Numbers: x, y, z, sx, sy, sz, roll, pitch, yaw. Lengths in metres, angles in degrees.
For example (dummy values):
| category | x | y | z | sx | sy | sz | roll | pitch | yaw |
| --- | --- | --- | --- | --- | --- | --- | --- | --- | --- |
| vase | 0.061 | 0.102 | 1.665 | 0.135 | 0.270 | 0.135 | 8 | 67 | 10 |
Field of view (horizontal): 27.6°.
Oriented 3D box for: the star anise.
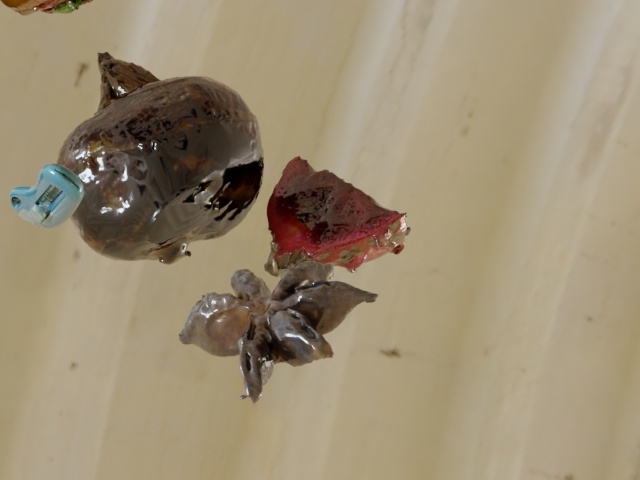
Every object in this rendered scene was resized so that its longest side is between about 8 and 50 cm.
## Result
| category | x | y | z | sx | sy | sz | roll | pitch | yaw |
| --- | --- | --- | --- | --- | --- | --- | --- | --- | --- |
| star anise | -0.041 | 0.068 | 1.258 | 0.171 | 0.063 | 0.208 | -30 | -155 | -16 |

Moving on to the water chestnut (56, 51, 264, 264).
| category | x | y | z | sx | sy | sz | roll | pitch | yaw |
| --- | --- | --- | --- | --- | --- | --- | --- | --- | --- |
| water chestnut | -0.263 | -0.145 | 2.057 | 0.335 | 0.335 | 0.347 | -10 | -115 | -55 |

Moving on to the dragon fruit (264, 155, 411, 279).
| category | x | y | z | sx | sy | sz | roll | pitch | yaw |
| --- | --- | --- | --- | --- | --- | --- | --- | --- | --- |
| dragon fruit | 0.000 | 0.000 | 2.108 | 0.211 | 0.134 | 0.262 | -37 | -134 | -19 |

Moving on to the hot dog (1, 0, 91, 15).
| category | x | y | z | sx | sy | sz | roll | pitch | yaw |
| --- | --- | --- | --- | --- | --- | --- | --- | --- | --- |
| hot dog | -0.351 | -0.326 | 1.691 | 0.092 | 0.062 | 0.235 | 8 | 179 | -30 |

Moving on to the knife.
| category | x | y | z | sx | sy | sz | roll | pitch | yaw |
| --- | --- | --- | --- | --- | --- | --- | --- | --- | --- |
| knife | -0.285 | -0.043 | 1.351 | 0.064 | 0.031 | 0.222 | 38 | 160 | -12 |
